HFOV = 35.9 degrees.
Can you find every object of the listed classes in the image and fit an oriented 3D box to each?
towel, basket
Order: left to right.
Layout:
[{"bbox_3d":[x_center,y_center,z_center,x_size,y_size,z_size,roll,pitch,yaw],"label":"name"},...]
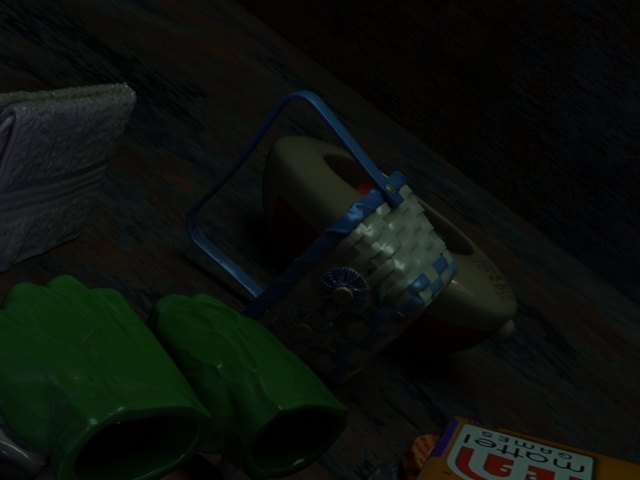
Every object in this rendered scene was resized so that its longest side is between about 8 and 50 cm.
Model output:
[{"bbox_3d":[-0.279,-0.067,0.995,0.049,0.187,0.282,30,18,7],"label":"towel"},{"bbox_3d":[0.000,0.000,1.167,0.289,0.255,0.201,47,33,8],"label":"basket"}]

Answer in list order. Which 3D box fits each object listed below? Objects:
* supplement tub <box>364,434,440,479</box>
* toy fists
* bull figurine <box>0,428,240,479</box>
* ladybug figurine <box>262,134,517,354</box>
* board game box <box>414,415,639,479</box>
[{"bbox_3d":[0.055,0.242,0.717,0.117,0.190,0.117,29,18,-10],"label":"supplement tub"},{"bbox_3d":[-0.108,0.097,0.670,0.279,0.096,0.142,11,29,-52],"label":"toy fists"},{"bbox_3d":[-0.164,0.178,0.673,0.188,0.101,0.310,30,15,6],"label":"bull figurine"},{"bbox_3d":[0.083,0.017,1.427,0.449,0.162,0.305,40,18,25],"label":"ladybug figurine"},{"bbox_3d":[0.141,0.303,0.238,0.356,0.356,0.356,12,12,16],"label":"board game box"}]
